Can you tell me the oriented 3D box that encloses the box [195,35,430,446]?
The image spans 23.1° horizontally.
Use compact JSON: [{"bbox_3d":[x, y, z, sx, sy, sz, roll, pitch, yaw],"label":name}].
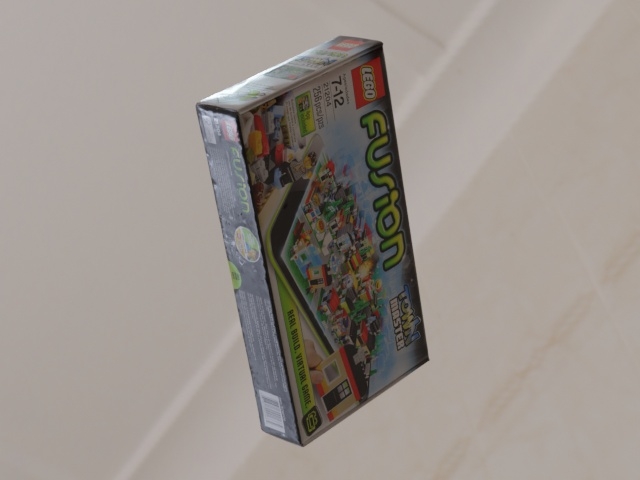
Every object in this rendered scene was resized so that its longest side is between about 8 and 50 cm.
[{"bbox_3d":[0.000,0.000,0.886,0.114,0.036,0.207,-31,-58,-36],"label":"box"}]
